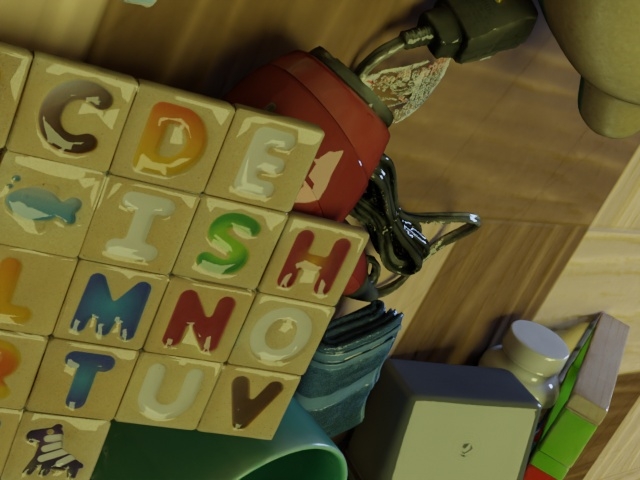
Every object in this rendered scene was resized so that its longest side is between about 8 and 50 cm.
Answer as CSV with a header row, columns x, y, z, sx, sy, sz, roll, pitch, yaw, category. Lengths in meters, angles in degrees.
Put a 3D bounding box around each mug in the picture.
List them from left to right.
x,y,z,sx,sy,sz,roll,pitch,yaw,category
-0.075,0.135,0.580,0.157,0.097,0.129,-39,146,-9,mug

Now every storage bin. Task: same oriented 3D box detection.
x,y,z,sx,sy,sz,roll,pitch,yaw,category
0.086,0.135,0.760,0.135,0.098,0.091,8,110,-22,storage bin

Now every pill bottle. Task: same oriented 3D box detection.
x,y,z,sx,sy,sz,roll,pitch,yaw,category
0.145,0.124,0.837,0.067,0.067,0.120,-5,127,-45,pill bottle

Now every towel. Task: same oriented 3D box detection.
x,y,z,sx,sy,sz,roll,pitch,yaw,category
0.008,0.088,0.665,0.067,0.029,0.119,-22,151,-30,towel

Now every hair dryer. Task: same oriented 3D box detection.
x,y,z,sx,sy,sz,roll,pitch,yaw,category
0.000,0.000,0.547,0.293,0.080,0.224,-24,140,-30,hair dryer

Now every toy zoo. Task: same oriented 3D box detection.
x,y,z,sx,sy,sz,roll,pitch,yaw,category
0.171,0.214,0.919,0.293,0.030,0.192,-65,168,22,toy zoo

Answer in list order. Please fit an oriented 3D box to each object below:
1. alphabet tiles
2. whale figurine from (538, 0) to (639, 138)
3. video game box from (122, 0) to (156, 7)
x,y,z,sx,sy,sz,roll,pitch,yaw,category
-0.105,0.023,0.436,0.237,0.009,0.198,12,116,-26,alphabet tiles
0.225,-0.139,0.570,0.216,0.141,0.272,-38,135,27,whale figurine
-0.100,-0.174,0.296,0.187,0.048,0.205,-3,126,-44,video game box
